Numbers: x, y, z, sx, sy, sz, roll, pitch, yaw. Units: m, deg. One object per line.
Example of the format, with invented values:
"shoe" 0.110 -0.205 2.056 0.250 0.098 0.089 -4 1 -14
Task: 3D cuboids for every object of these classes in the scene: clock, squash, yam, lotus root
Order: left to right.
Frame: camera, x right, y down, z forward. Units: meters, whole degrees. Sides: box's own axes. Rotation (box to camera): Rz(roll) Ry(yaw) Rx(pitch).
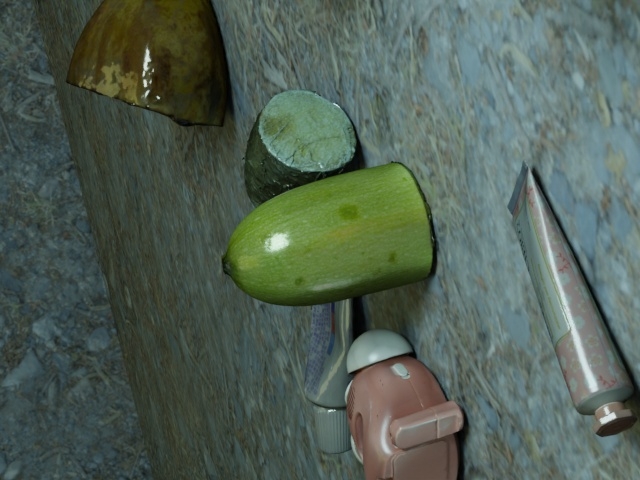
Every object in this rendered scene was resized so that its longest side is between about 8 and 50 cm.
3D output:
"lotus root" -0.193 -0.242 1.829 0.188 0.199 0.180 17 92 28
"yam" -0.028 -0.086 1.495 0.183 0.107 0.107 123 130 -69
"squash" 0.000 0.000 1.342 0.123 0.186 0.123 168 90 -79
"clock" 0.070 0.184 1.426 0.162 0.092 0.166 -124 25 -54

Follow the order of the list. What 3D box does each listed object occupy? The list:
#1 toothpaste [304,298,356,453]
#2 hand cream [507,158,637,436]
"toothpaste" 0.013 0.097 1.595 0.099 0.068 0.283 10 107 38
"hand cream" 0.177 0.042 1.060 0.067 0.043 0.210 95 160 -58
